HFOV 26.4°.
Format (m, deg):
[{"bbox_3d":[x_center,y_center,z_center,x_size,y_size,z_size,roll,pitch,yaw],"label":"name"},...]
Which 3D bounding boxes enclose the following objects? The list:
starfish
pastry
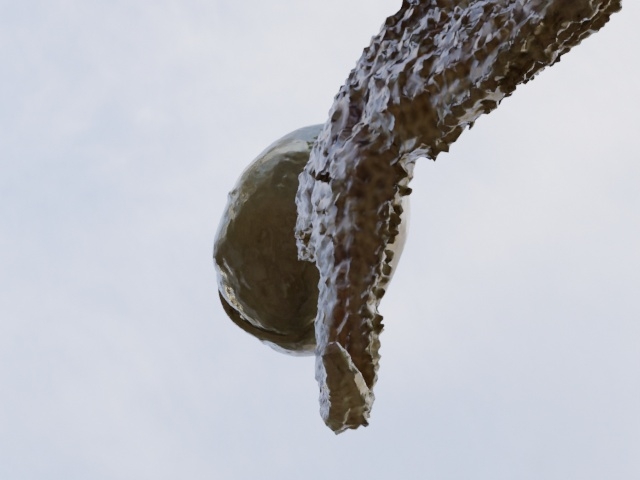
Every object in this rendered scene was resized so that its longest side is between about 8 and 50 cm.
[{"bbox_3d":[0.041,-0.066,0.577,0.060,0.302,0.299,27,-98,-10],"label":"starfish"},{"bbox_3d":[0.000,0.000,0.895,0.092,0.156,0.156,34,-61,25],"label":"pastry"}]
